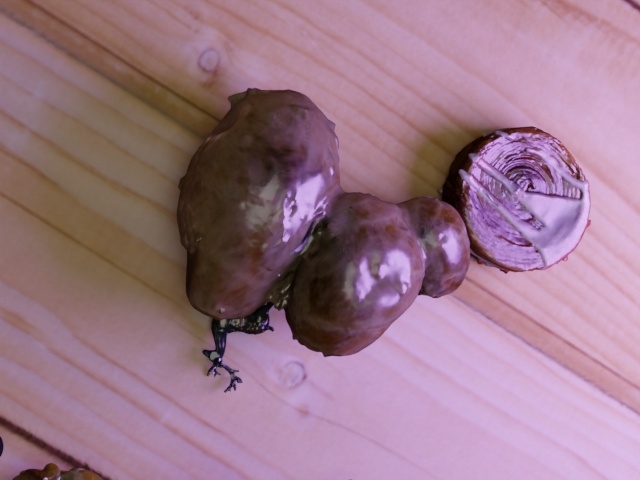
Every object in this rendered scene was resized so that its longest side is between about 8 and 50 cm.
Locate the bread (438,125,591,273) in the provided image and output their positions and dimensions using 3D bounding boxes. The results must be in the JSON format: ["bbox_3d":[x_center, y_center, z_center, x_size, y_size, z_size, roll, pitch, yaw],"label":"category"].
[{"bbox_3d":[0.208,-0.042,1.832,0.160,0.073,0.160,0,89,-15],"label":"bread"}]

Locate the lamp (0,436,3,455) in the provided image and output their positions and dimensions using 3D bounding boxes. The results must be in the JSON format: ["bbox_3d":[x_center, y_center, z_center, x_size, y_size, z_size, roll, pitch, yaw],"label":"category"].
[{"bbox_3d":[-0.410,0.278,1.650,0.198,0.198,0.244,18,71,-14],"label":"lamp"}]

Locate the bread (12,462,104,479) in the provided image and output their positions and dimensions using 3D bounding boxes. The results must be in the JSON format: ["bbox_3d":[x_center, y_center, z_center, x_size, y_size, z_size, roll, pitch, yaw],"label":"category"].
[{"bbox_3d":[-0.278,0.335,1.727,0.128,0.088,0.232,18,96,-5],"label":"bread"}]

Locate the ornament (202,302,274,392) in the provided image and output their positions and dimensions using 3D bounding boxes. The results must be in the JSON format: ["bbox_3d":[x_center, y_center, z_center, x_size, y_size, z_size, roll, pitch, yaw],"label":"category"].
[{"bbox_3d":[-0.084,0.097,1.790,0.073,0.028,0.125,4,89,-13],"label":"ornament"}]

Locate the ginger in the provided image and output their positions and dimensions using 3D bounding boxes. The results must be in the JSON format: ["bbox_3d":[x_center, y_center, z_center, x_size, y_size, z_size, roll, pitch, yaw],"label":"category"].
[{"bbox_3d":[0.000,0.000,1.737,0.304,0.155,0.244,31,72,-12],"label":"ginger"}]
